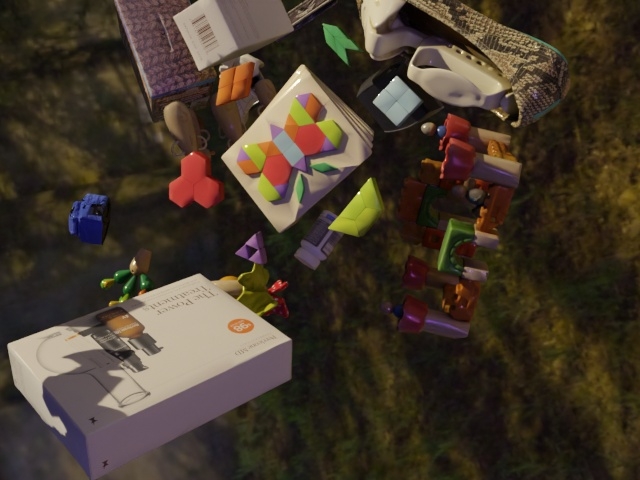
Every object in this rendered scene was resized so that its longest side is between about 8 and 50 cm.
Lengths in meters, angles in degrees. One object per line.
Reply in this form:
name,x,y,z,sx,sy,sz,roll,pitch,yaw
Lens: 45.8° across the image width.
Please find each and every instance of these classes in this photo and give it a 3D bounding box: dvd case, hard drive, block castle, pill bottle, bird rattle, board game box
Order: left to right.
board game box,-0.341,-0.411,1.662,0.291,0.141,0.232,166,84,-78
bird rattle,-0.184,0.118,1.826,0.253,0.206,0.143,43,-132,-85
dvd case,-0.027,-0.545,1.790,0.018,0.164,0.221,53,-160,-22
pill bottle,0.000,0.000,1.880,0.078,0.137,0.078,35,170,7
hard drive,0.196,-0.364,1.966,0.172,0.054,0.254,49,161,-13
block castle,0.277,-0.036,1.706,0.303,0.212,0.454,-71,-6,-65

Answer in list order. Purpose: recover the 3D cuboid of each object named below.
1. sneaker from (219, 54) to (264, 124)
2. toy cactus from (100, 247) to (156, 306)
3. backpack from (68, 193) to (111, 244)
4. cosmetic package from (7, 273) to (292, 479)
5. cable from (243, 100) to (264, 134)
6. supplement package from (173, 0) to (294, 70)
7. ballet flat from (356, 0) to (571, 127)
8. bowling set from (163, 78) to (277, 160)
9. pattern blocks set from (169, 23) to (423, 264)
sneaker,-0.217,-0.416,2.144,0.292,0.118,0.110,97,-169,-60
toy cactus,-0.488,0.113,2.021,0.219,0.112,0.181,13,81,42
backpack,-0.594,-0.066,1.964,0.120,0.101,0.098,-90,18,-49
cosmetic package,-0.279,0.204,1.269,0.284,0.377,0.098,31,129,39
cable,-0.212,-0.368,2.291,0.150,0.184,0.047,32,170,39
supplement package,-0.150,-0.383,1.337,0.105,0.179,0.105,-18,102,38
ballet flat,0.196,-0.347,1.321,0.482,0.182,0.164,38,155,23
bowling set,-0.219,-0.228,1.652,0.200,0.287,0.154,-19,92,62
pattern blocks set,-0.035,-0.117,0.990,0.285,0.325,0.026,37,-163,12
